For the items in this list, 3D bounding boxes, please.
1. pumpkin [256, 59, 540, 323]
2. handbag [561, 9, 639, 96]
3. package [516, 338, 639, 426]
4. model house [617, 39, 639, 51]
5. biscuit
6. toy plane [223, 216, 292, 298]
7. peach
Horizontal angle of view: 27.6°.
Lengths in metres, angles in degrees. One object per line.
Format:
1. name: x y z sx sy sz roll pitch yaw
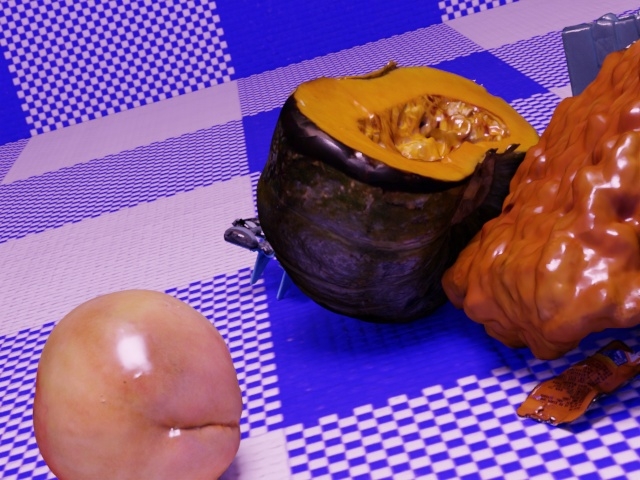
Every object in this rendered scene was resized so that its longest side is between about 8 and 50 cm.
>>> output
1. pumpkin: 0.048 -0.044 1.288 0.242 0.232 0.325 41 31 24
2. handbag: 0.431 -0.221 1.661 0.229 0.179 0.062 -7 18 21
3. package: 0.213 0.110 1.030 0.110 0.033 0.077 -28 30 -23
4. model house: 0.379 -0.140 1.527 0.248 0.176 0.181 -23 9 39
5. biscuit: 0.241 -0.044 1.107 0.312 0.110 0.318 -56 6 -7
6. toy plane: 0.002 -0.007 1.527 0.169 0.078 0.246 27 34 27
7. peach: -0.145 0.130 1.042 0.184 0.184 0.184 -14 16 4
